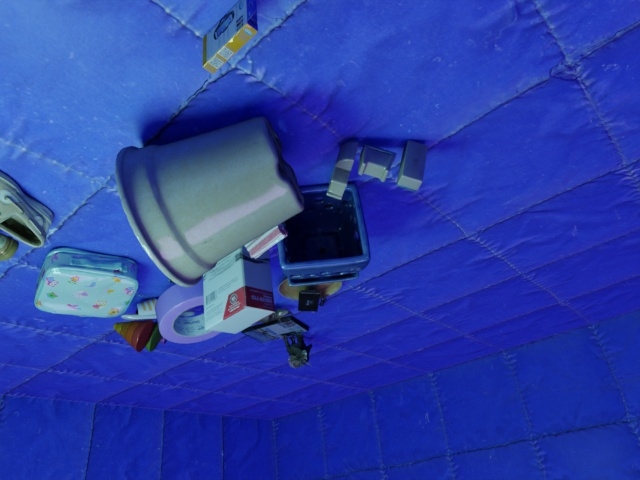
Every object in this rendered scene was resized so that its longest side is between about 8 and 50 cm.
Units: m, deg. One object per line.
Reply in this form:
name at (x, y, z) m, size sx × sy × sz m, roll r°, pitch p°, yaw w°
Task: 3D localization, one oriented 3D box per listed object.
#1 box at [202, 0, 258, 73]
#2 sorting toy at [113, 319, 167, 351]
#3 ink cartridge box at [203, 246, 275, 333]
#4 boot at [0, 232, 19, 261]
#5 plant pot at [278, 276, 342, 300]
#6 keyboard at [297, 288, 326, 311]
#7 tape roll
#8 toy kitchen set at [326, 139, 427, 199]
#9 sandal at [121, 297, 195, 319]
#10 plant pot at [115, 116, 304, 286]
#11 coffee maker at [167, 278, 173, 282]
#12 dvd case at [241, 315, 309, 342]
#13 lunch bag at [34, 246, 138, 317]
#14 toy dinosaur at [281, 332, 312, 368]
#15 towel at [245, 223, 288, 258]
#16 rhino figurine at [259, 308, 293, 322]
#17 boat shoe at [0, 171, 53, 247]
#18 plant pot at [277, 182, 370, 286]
box at (-0.152, -0.359, 0.839) m, size 0.136 × 0.081 × 0.028 m, roll -27°, pitch 144°, yaw 31°
sorting toy at (-0.686, 0.347, 1.865) m, size 0.126 × 0.127 × 0.365 m, roll 19°, pitch 169°, yaw 2°
ink cartridge box at (-0.248, 0.111, 1.436) m, size 0.114 × 0.273 × 0.197 m, roll 18°, pitch 142°, yaw -42°
boot at (-0.919, -0.038, 1.181) m, size 0.236 × 0.089 × 0.269 m, roll -12°, pitch 144°, yaw 18°
plant pot at (-0.039, 0.160, 1.800) m, size 0.236 × 0.032 × 0.236 m, roll -6°, pitch 150°, yaw -4°
keyboard at (-0.031, 0.231, 1.871) m, size 0.108 × 0.023 × 0.180 m, roll 2°, pitch 150°, yaw -3°
tape roll at (-0.440, 0.251, 1.732) m, size 0.274 × 0.090 × 0.275 m, roll -18°, pitch 141°, yaw -15°
toy kitchen set at (0.138, -0.172, 1.224) m, size 0.207 × 0.122 × 0.166 m, roll 17°, pitch 147°, yaw -1°
sandal at (-0.599, 0.252, 1.800) m, size 0.265 × 0.076 × 0.102 m, roll 1°, pitch 170°, yaw -33°
plant pot at (-0.211, -0.108, 1.064) m, size 0.305 × 0.334 × 0.334 m, roll -23°, pitch 148°, yaw 5°
coffee maker at (-0.351, 0.005, 1.329) m, size 0.120 × 0.171 × 0.178 m, roll 3°, pitch 148°, yaw -18°
dvd case at (-0.202, 0.402, 2.187) m, size 0.253 × 0.022 × 0.180 m, roll -18°, pitch 147°, yaw 18°
lunch bag at (-0.713, 0.131, 1.509) m, size 0.279 × 0.108 × 0.224 m, roll 12°, pitch 128°, yaw -35°
toy dinosaur at (-0.101, 0.514, 2.233) m, size 0.121 × 0.160 × 0.313 m, roll -13°, pitch 163°, yaw 1°
towel at (-0.172, -0.067, 1.249) m, size 0.144 × 0.197 × 0.029 m, roll -34°, pitch 169°, yaw 39°
rhino figurine at (-0.226, 0.291, 1.943) m, size 0.243 × 0.073 × 0.106 m, roll 3°, pitch 144°, yaw -20°
boat shoe at (-0.771, -0.083, 1.161) m, size 0.109 × 0.098 × 0.302 m, roll -13°, pitch 149°, yaw 10°
plant pot at (0.000, 0.000, 1.345) m, size 0.236 × 0.236 × 0.212 m, roll -6°, pitch 155°, yaw -3°
